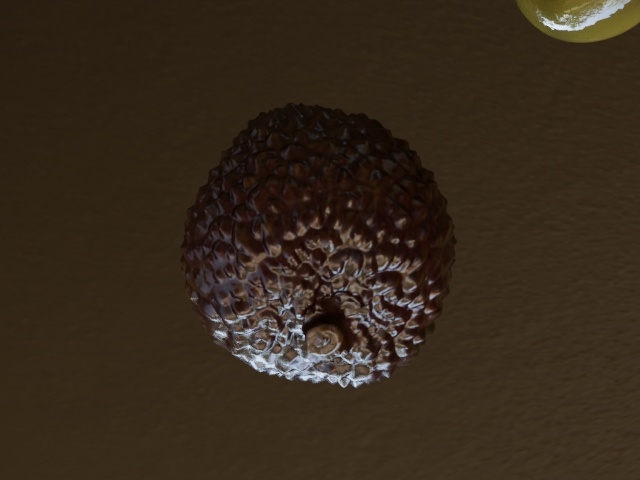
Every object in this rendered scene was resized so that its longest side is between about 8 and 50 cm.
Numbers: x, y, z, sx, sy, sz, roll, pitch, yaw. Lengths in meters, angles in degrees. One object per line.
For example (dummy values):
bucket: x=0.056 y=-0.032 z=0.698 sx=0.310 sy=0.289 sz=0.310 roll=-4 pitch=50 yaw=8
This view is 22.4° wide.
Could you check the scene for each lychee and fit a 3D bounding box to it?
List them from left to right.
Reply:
lychee: x=0.000 y=0.000 z=1.357 sx=0.236 sy=0.236 sz=0.271 roll=-26 pitch=-146 yaw=26

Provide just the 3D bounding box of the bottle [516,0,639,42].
bottle: x=0.203 y=-0.339 z=1.446 sx=0.171 sy=0.171 sz=0.351 roll=-25 pitch=-115 yaw=26
